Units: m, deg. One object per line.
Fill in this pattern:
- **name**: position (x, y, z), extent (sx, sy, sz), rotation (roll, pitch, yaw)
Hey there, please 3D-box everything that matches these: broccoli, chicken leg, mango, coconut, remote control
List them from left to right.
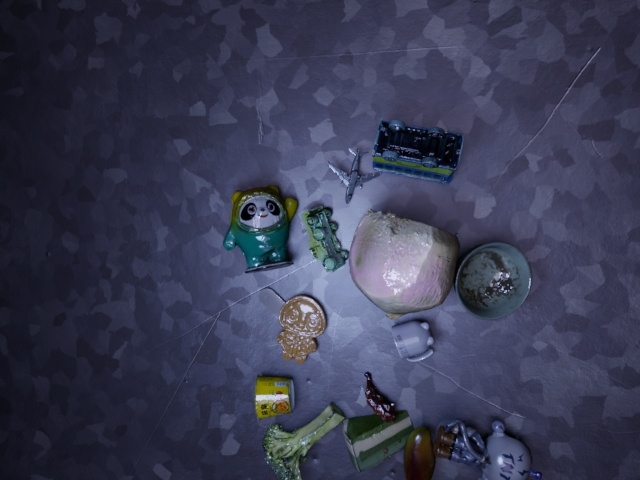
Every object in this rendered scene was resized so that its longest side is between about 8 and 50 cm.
- **remote control**: position (-0.163, 0.297, 1.967), extent (0.245, 0.022, 0.077), rotation (44, 99, 4)
- **broccoli**: position (-0.072, 0.812, 1.934), extent (0.361, 0.252, 0.221), rotation (-40, 90, -23)
- **chicken leg**: position (0.230, 0.641, 1.879), extent (0.089, 0.048, 0.219), rotation (-32, 67, -25)
- **coconut**: position (0.292, 0.102, 1.679), extent (0.404, 0.404, 0.405), rotation (1, 95, 11)
- **mango**: position (0.396, 0.862, 1.855), extent (0.133, 0.111, 0.268), rotation (-1, 98, -14)

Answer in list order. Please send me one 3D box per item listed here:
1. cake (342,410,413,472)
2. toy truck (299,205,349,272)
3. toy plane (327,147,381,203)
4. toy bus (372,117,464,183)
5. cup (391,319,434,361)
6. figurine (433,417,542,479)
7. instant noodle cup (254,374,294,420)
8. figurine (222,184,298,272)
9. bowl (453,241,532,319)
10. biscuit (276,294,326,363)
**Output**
- **cake**: position (0.224, 0.792, 1.920), extent (0.283, 0.172, 0.158), rotation (-18, 97, -22)
- **toy truck**: position (0.003, 0.002, 1.874), extent (0.135, 0.128, 0.260), rotation (-25, 91, 38)
- **toy plane**: position (0.129, -0.255, 1.845), extent (0.225, 0.058, 0.226), rotation (10, 97, -6)
- **toy bus**: position (0.353, -0.328, 1.723), extent (0.312, 0.190, 0.152), rotation (12, 81, 10)
- **cup**: position (0.371, 0.398, 1.815), extent (0.142, 0.134, 0.174), rotation (-19, 90, 10)
- **figurine**: position (0.629, 0.820, 1.779), extent (0.381, 0.186, 0.261), rotation (16, 103, 5)
- **instant noodle cup**: position (-0.186, 0.646, 1.932), extent (0.144, 0.182, 0.182), rotation (-4, 94, 3)
- **figurine**: position (-0.233, -0.050, 1.862), extent (0.323, 0.231, 0.340), rotation (-8, 84, -13)
- **bowl**: position (0.610, 0.135, 1.723), extent (0.289, 0.146, 0.289), rotation (-1, 99, -7)
- **biscuit**: position (-0.087, 0.369, 1.929), extent (0.202, 0.044, 0.289), rotation (18, 96, 7)
